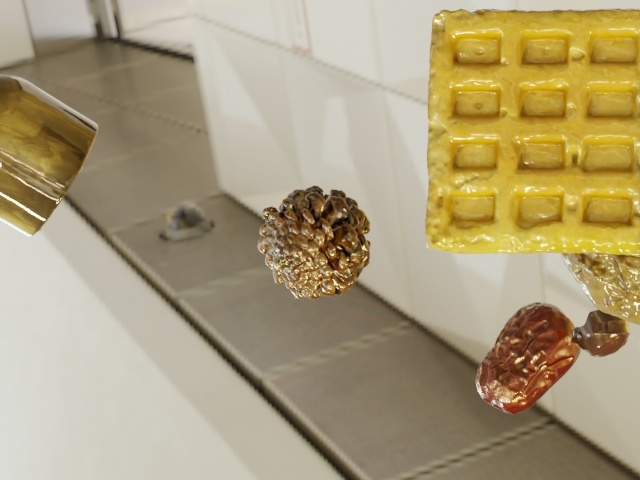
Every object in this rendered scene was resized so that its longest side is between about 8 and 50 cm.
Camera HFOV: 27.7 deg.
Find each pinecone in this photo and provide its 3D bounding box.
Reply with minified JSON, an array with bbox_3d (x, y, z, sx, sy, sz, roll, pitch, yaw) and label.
[{"bbox_3d":[0.000,0.000,1.799,0.173,0.173,0.173,-8,-158,3],"label":"pinecone"}]

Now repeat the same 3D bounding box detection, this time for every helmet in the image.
[{"bbox_3d":[0.533,0.180,2.438,0.098,0.123,0.070,-3,-132,-29],"label":"helmet"}]

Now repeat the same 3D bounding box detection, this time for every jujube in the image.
[{"bbox_3d":[0.408,0.232,2.548,0.230,0.155,0.155,-51,-146,-10],"label":"jujube"}]

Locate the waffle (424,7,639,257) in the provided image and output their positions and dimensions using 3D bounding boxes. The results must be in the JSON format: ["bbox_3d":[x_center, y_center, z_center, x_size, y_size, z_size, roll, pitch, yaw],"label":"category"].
[{"bbox_3d":[0.219,-0.107,1.306,0.221,0.248,0.055,2,180,15],"label":"waffle"}]

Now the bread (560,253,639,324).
[{"bbox_3d":[0.387,-0.013,1.464,0.230,0.123,0.230,1,-115,-3],"label":"bread"}]

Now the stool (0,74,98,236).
[{"bbox_3d":[-0.445,-0.144,1.688,0.179,0.264,0.179,-48,-159,25],"label":"stool"}]
